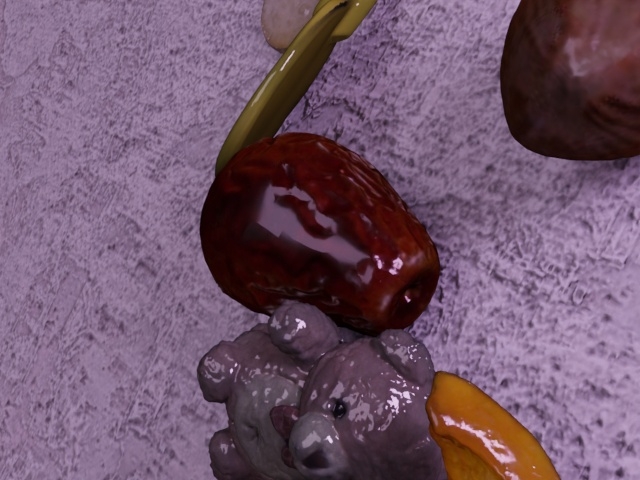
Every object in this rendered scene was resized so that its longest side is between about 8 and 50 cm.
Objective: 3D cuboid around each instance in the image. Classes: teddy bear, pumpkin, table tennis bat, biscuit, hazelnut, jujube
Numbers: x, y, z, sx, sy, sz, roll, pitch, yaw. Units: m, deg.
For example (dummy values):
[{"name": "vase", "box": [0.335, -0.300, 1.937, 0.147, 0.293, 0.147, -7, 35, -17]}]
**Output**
[{"name": "teddy bear", "box": [0.006, 0.165, 1.117, 0.267, 0.151, 0.236, 14, 117, 53]}, {"name": "pumpkin", "box": [0.135, 0.285, 0.903, 0.258, 0.095, 0.290, 47, 130, 52]}, {"name": "table tennis bat", "box": [-0.005, -0.215, 1.329, 0.369, 0.054, 0.224, -54, -2, -9]}, {"name": "biscuit", "box": [-0.020, -0.296, 1.479, 0.152, 0.020, 0.152, -23, 55, 38]}, {"name": "hazelnut", "box": [0.241, -0.163, 1.002, 0.210, 0.210, 0.186, -22, 60, 39]}, {"name": "jujube", "box": [0.000, 0.000, 1.205, 0.255, 0.190, 0.190, 31, 94, 32]}]
